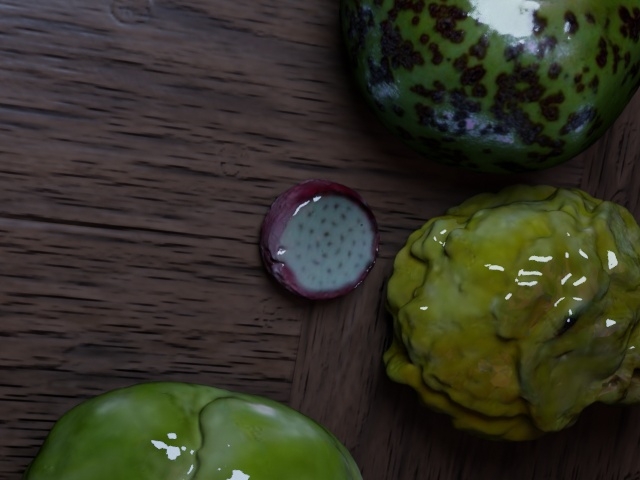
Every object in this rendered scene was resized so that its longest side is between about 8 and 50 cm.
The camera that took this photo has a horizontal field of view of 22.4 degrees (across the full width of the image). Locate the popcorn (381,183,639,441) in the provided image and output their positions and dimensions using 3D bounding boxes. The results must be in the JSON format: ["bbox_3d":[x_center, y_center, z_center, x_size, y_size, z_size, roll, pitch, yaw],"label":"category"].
[{"bbox_3d":[0.185,0.071,1.370,0.266,0.192,0.233,16,101,-8],"label":"popcorn"}]

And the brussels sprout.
[{"bbox_3d":[-0.087,0.250,1.266,0.274,0.242,0.316,-22,107,-8],"label":"brussels sprout"}]

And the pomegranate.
[{"bbox_3d":[0.146,-0.177,1.268,0.254,0.270,0.254,6,71,-16],"label":"pomegranate"}]

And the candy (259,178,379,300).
[{"bbox_3d":[0.000,0.000,1.360,0.103,0.043,0.103,-5,103,-22],"label":"candy"}]
